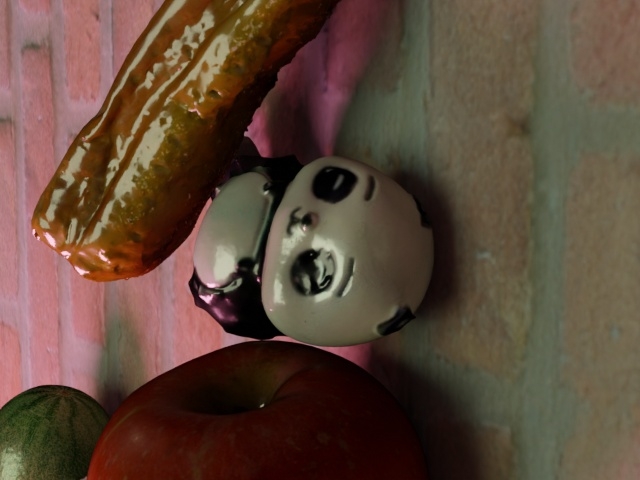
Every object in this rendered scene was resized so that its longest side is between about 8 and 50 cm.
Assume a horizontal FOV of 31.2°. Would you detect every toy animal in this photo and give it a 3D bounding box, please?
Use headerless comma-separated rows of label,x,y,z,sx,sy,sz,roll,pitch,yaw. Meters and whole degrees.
toy animal,0.000,0.000,0.869,0.179,0.138,0.166,1,70,48

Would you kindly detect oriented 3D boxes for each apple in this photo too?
apple,-0.045,0.199,0.862,0.260,0.260,0.217,23,126,52

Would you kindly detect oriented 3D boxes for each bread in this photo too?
bread,-0.079,-0.133,0.908,0.109,0.185,0.380,38,108,3

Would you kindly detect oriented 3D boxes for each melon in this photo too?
melon,-0.314,0.310,1.333,0.182,0.182,0.288,14,106,54

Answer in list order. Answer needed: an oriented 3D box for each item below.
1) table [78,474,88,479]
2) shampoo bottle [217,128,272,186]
table,-0.182,0.351,1.178,0.126,0.126,0.220,-51,50,46
shampoo bottle,-0.056,-0.027,1.015,0.057,0.063,0.208,-42,59,38
